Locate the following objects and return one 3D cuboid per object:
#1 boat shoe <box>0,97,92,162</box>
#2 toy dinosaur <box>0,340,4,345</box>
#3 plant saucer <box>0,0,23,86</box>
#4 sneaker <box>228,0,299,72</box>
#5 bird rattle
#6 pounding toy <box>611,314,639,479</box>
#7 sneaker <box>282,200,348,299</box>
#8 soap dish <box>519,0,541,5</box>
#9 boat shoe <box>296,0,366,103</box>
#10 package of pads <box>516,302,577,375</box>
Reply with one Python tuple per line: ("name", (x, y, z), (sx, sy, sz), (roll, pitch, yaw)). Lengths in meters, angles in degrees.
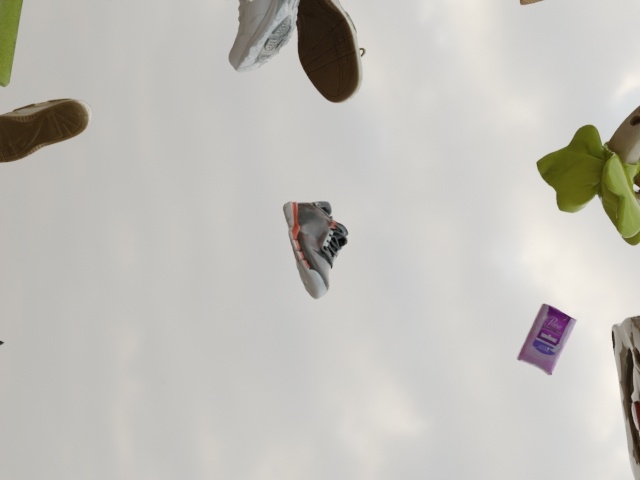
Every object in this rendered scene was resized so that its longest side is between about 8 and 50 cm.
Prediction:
("boat shoe", (-0.366, -0.140, 1.655), (0.059, 0.170, 0.063), (-69, 147, -74))
("toy dinosaur", (-0.552, 0.140, 1.658), (0.322, 0.218, 0.164), (-3, -53, 48))
("plant saucer", (-0.550, -0.352, 2.046), (0.188, 0.045, 0.188), (21, -75, 33))
("sneaker", (-0.085, -0.361, 1.924), (0.232, 0.115, 0.090), (-61, 162, 7))
("bird rattle", (0.373, -0.114, 1.463), (0.143, 0.207, 0.253), (36, -91, 40))
("pounding toy", (0.360, 0.127, 1.196), (0.154, 0.155, 0.269), (-104, -176, -79))
("sneaker", (0.000, 0.000, 1.427), (0.158, 0.065, 0.061), (-105, -179, -51))
("soap dish", (0.288, -0.421, 1.389), (0.118, 0.229, 0.291), (-116, -171, -60))
("boat shoe", (0.012, -0.351, 2.173), (0.104, 0.089, 0.285), (-26, -111, 22))
("package of pads", (0.291, 0.127, 1.682), (0.083, 0.050, 0.032), (-64, 176, -6))
